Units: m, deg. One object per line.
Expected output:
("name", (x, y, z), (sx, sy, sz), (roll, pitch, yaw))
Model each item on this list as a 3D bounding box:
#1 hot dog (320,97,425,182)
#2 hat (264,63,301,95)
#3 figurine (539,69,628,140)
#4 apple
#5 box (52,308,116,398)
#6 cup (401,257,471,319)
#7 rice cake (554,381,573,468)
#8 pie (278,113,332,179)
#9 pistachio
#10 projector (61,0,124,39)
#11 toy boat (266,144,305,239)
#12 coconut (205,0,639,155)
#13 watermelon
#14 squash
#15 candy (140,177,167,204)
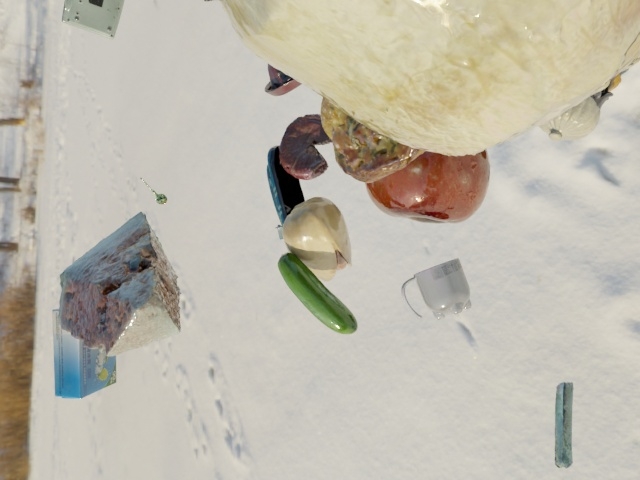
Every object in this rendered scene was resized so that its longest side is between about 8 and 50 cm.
("hot dog", (0.096, -0.211, 1.015), (0.272, 0.122, 0.196), (-22, 94, 48))
("hat", (-0.066, -0.428, 1.390), (0.205, 0.089, 0.205), (-31, 23, 15))
("figurine", (0.779, -0.423, 1.694), (0.205, 0.332, 0.185), (62, 166, 1))
("apple", (0.291, -0.193, 1.597), (0.348, 0.348, 0.277), (3, 87, 63))
("box", (-0.530, 0.243, 1.311), (0.139, 0.073, 0.194), (-8, -82, -76))
("cup", (0.328, 0.141, 1.593), (0.134, 0.173, 0.142), (-30, 77, 54))
("rice cake", (0.612, 0.461, 1.455), (0.043, 0.034, 0.211), (120, 160, -71))
("pie", (-0.036, -0.295, 1.801), (0.204, 0.054, 0.219), (7, 78, 28))
("pistachio", (0.000, 0.000, 1.651), (0.299, 0.187, 0.188), (64, -179, -48))
("projector", (-0.495, -0.535, 1.277), (0.061, 0.115, 0.147), (41, 115, 58))
("toy boat", (-0.126, -0.157, 1.891), (0.092, 0.134, 0.299), (-14, 91, 34))
("coconut", (0.133, -0.261, 0.497), (0.404, 0.404, 0.405), (-10, 78, 62))
("watermelon", (-0.219, 0.059, 0.645), (0.241, 0.154, 0.095), (23, 140, 57))
("squash", (-0.014, 0.151, 1.578), (0.292, 0.082, 0.082), (45, 142, 1))
("candy", (-0.378, -0.114, 1.315), (0.025, 0.083, 0.023), (-18, 39, 23))
